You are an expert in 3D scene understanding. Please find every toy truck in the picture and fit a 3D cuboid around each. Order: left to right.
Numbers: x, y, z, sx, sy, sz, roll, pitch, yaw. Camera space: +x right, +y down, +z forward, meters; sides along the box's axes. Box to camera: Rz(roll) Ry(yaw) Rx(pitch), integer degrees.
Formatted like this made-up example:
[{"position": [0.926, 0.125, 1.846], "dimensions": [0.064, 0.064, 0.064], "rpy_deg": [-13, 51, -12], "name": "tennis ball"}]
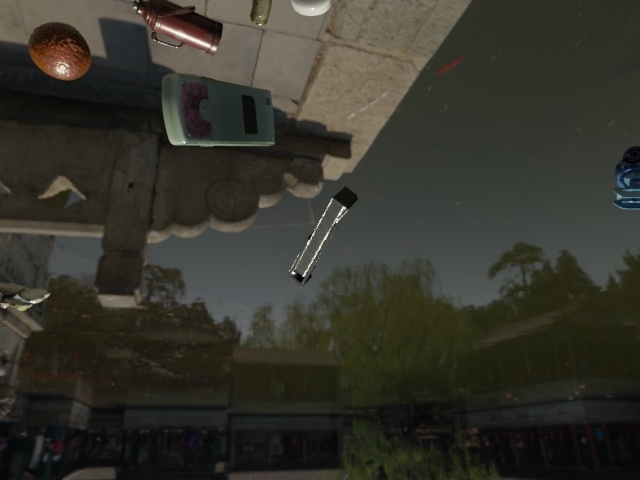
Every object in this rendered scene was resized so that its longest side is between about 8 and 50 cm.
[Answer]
[{"position": [0.452, -0.078, 0.586], "dimensions": [0.136, 0.074, 0.063], "rpy_deg": [1, 153, 34], "name": "toy truck"}]

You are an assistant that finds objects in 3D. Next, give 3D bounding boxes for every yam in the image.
[{"position": [-0.138, -0.706, 1.230], "dimensions": [0.061, 0.061, 0.253], "rpy_deg": [7, 136, -19], "name": "yam"}]

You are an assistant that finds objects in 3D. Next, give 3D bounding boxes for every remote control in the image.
[{"position": [-0.218, -0.290, 1.063], "dimensions": [0.050, 0.145, 0.344], "rpy_deg": [1, -170, 29], "name": "remote control"}]

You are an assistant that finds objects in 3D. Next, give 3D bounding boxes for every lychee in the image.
[{"position": [-0.498, -0.357, 0.896], "dimensions": [0.114, 0.101, 0.140], "rpy_deg": [-16, 153, -35], "name": "lychee"}]

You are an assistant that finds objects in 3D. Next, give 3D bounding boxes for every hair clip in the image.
[{"position": [-0.629, 0.103, 0.930], "dimensions": [0.116, 0.049, 0.172], "rpy_deg": [23, 176, -10], "name": "hair clip"}]

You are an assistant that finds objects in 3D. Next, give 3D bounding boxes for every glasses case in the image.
[{"position": [-0.009, -0.489, 0.816], "dimensions": [0.074, 0.193, 0.049], "rpy_deg": [5, 172, 7], "name": "glasses case"}]

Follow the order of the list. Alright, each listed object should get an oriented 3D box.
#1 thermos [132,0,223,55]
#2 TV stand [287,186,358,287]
[{"position": [-0.396, -0.594, 1.271], "dimensions": [0.232, 0.099, 0.124], "rpy_deg": [11, 109, -30], "name": "thermos"}, {"position": [0.000, 0.000, 0.900], "dimensions": [0.040, 0.049, 0.256], "rpy_deg": [39, 136, 9], "name": "TV stand"}]
